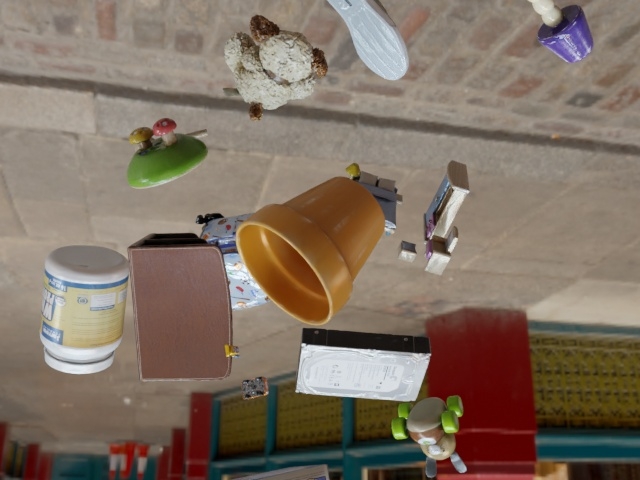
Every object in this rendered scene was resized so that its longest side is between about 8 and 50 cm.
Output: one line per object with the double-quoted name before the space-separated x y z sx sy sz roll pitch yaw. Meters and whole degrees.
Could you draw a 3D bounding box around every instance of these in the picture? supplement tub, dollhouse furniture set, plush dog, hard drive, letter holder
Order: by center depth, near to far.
"supplement tub" -0.424 0.122 1.346 0.144 0.200 0.144 10 -164 -3
"letter holder" -0.288 0.143 1.664 0.214 0.302 0.152 -2 -169 6
"plush dog" -0.110 -0.435 1.879 0.262 0.211 0.225 26 140 -17
"dollhouse furniture set" 0.210 -0.108 1.971 0.303 0.286 0.198 17 125 -6
"hard drive" 0.108 0.337 2.005 0.338 0.064 0.237 5 137 -4

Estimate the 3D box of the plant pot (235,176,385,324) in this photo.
"plant pot" 0.000 0.000 1.217 0.205 0.188 0.205 34 148 24

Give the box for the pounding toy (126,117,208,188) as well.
"pounding toy" -0.342 -0.212 1.602 0.182 0.237 0.110 -19 117 4

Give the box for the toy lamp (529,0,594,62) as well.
"toy lamp" 0.315 -0.377 1.113 0.080 0.080 0.274 -20 127 44

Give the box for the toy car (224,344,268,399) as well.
"toy car" -0.124 0.231 1.353 0.060 0.122 0.040 -38 151 27

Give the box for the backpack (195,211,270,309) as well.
"backpack" -0.182 0.046 2.020 0.263 0.213 0.277 -19 127 18

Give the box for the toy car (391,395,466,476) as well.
"toy car" 0.281 0.493 1.831 0.155 0.189 0.149 -14 -169 22

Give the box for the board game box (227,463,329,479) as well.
"board game box" -0.099 0.478 1.004 0.086 0.302 0.308 -19 163 40

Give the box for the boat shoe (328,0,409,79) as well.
"boat shoe" 0.108 -0.499 1.663 0.109 0.094 0.302 -20 115 38
